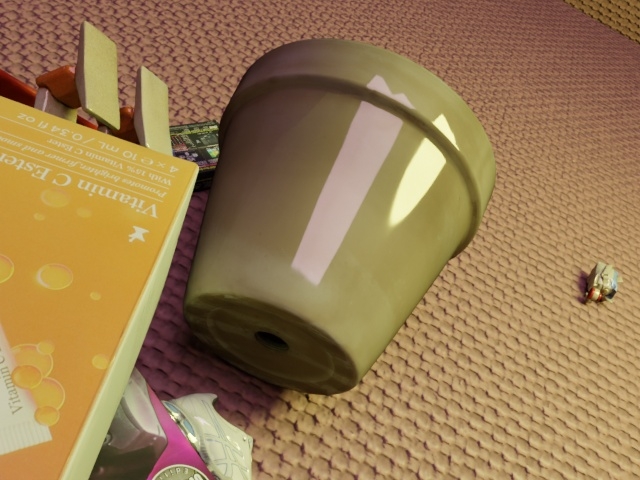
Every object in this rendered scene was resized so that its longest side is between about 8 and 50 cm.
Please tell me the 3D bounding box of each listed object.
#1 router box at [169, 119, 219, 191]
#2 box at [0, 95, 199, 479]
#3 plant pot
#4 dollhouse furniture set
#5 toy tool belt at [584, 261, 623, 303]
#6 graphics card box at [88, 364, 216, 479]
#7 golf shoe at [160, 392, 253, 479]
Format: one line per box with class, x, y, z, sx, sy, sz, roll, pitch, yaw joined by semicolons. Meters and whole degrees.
router box;-0.170;-0.112;0.927;0.122;0.038;0.092;-16;58;-39
box;-0.242;0.070;0.469;0.215;0.168;0.345;19;41;-8
plant pot;0.000;0.000;0.748;0.323;0.323;0.280;26;58;-4
dollhouse furniture set;-0.265;-0.103;0.711;0.259;0.262;0.135;35;44;-59
toy tool belt;0.452;0.073;1.090;0.051;0.052;0.083;26;41;8
graphics card box;-0.174;0.256;0.516;0.232;0.094;0.371;-22;61;-41
golf shoe;-0.082;0.210;0.638;0.086;0.069;0.176;-17;60;-47
